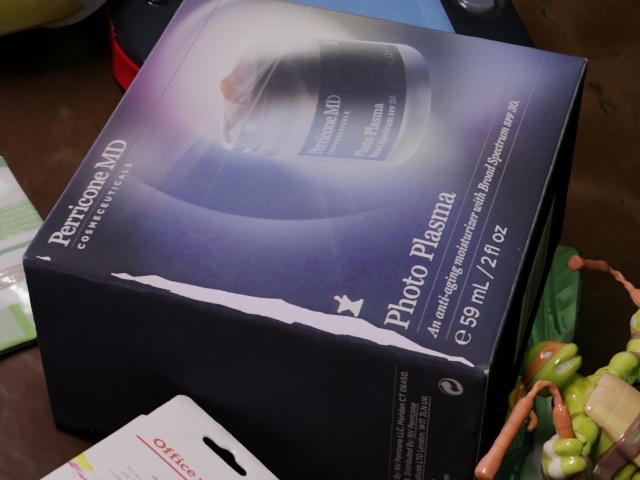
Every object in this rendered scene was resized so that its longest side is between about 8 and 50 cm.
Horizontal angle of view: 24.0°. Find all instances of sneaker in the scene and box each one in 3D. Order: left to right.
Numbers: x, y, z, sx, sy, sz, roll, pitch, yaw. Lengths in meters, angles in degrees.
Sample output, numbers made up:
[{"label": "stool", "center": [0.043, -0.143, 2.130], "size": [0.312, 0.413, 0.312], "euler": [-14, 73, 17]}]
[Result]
[{"label": "sneaker", "center": [0.118, 0.119, 1.099], "size": [0.122, 0.110, 0.283], "euler": [8, 47, 4]}]

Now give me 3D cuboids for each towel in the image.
[{"label": "towel", "center": [-0.238, 0.009, 1.062], "size": [0.113, 0.023, 0.152], "euler": [-23, 66, -34]}]

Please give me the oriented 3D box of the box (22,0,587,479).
[{"label": "box", "center": [0.000, 0.000, 1.015], "size": [0.294, 0.182, 0.296], "euler": [12, 47, 12]}]

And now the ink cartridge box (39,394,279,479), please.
[{"label": "ink cartridge box", "center": [-0.106, 0.170, 0.861], "size": [0.104, 0.061, 0.181], "euler": [41, 33, 14]}]

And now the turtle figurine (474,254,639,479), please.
[{"label": "turtle figurine", "center": [0.198, 0.136, 0.955], "size": [0.217, 0.087, 0.269], "euler": [41, 34, 5]}]

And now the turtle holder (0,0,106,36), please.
[{"label": "turtle holder", "center": [-0.250, -0.247, 1.111], "size": [0.227, 0.243, 0.320], "euler": [35, 36, -41]}]

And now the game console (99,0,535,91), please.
[{"label": "game console", "center": [-0.018, -0.243, 1.325], "size": [0.387, 0.060, 0.342], "euler": [-1, 56, -25]}]
